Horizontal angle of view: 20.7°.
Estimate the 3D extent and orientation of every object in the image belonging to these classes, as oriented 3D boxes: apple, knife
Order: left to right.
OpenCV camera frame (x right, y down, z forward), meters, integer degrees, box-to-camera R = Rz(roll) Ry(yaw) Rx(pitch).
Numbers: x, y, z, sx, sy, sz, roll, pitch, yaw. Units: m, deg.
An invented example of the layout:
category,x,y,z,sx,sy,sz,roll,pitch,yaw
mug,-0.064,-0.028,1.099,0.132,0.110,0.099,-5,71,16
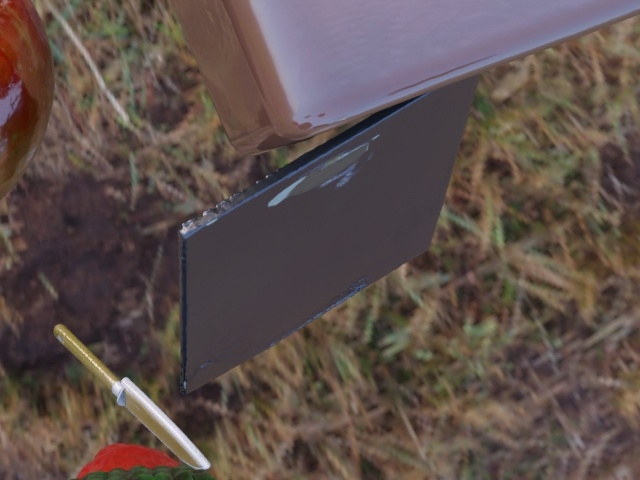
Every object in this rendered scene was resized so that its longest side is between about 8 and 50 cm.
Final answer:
category,x,y,z,sx,sy,sz,roll,pitch,yaw
apple,-0.264,-0.104,1.149,0.181,0.181,0.168,11,145,-22
knife,-0.205,0.167,1.871,0.022,0.256,0.046,-33,149,-31

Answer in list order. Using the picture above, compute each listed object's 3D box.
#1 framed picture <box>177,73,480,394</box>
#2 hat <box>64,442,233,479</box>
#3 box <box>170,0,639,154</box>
category,x,y,z,sx,sy,sz,roll,pitch,yaw
framed picture,0.000,0.000,1.292,0.244,0.013,0.324,-31,162,-16
hat,-0.158,0.290,1.503,0.274,0.332,0.242,13,100,-16
box,0.070,-0.210,1.017,0.339,0.239,0.229,-22,94,-12
